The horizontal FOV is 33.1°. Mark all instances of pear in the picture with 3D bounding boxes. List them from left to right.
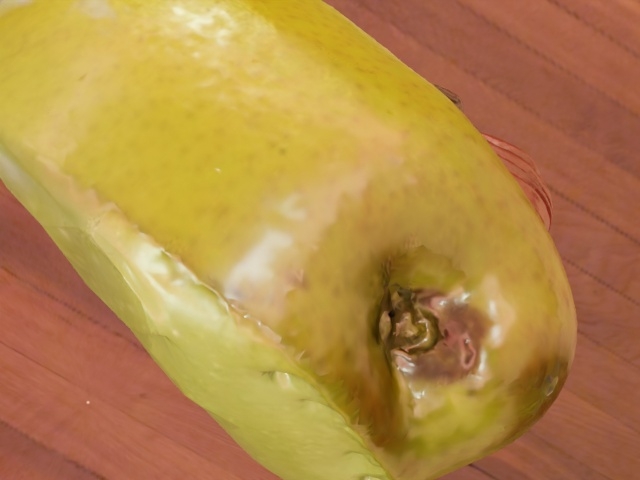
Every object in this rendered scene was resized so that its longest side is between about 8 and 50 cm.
[{"bbox_3d":[0.000,0.000,0.611,0.318,0.342,0.238,30,72,35],"label":"pear"}]

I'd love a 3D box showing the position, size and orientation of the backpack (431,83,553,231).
[{"bbox_3d":[0.088,-0.023,0.907,0.229,0.229,0.139,15,59,-10],"label":"backpack"}]
